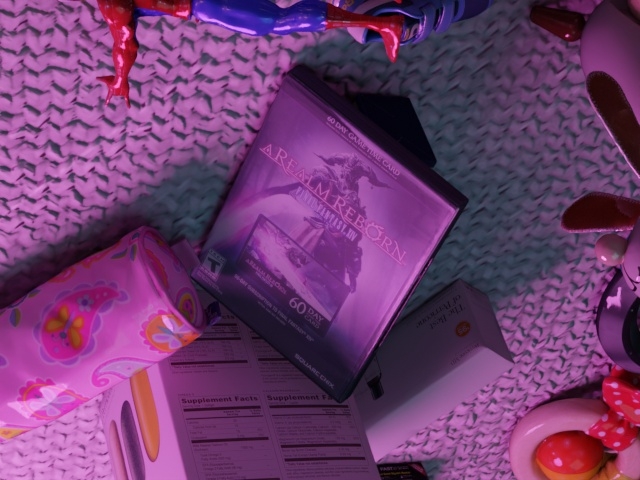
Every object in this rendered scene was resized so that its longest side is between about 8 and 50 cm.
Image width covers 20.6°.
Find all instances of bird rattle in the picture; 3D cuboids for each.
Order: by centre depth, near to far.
[{"bbox_3d":[0.326,0.250,2.081,0.206,0.143,0.253,-4,139,7],"label":"bird rattle"}]

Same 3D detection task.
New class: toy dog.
[{"bbox_3d":[0.253,-0.110,1.497,0.161,0.334,0.220,6,124,3],"label":"toy dog"}]

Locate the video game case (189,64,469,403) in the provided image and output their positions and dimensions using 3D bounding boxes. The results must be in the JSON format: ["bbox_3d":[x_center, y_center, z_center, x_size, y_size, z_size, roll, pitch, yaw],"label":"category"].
[{"bbox_3d":[0.000,0.000,1.605,0.026,0.196,0.274,-37,162,-46],"label":"video game case"}]

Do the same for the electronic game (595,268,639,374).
[{"bbox_3d":[0.414,0.066,1.950,0.229,0.048,0.229,-9,133,-10],"label":"electronic game"}]

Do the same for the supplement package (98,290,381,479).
[{"bbox_3d":[-0.084,0.211,1.743,0.198,0.263,0.199,1,137,-23],"label":"supplement package"}]

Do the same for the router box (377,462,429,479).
[{"bbox_3d":[0.059,0.309,2.102,0.122,0.038,0.092,0,137,-22],"label":"router box"}]

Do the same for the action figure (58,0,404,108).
[{"bbox_3d":[-0.079,-0.172,1.406,0.280,0.091,0.139,7,149,-2],"label":"action figure"}]

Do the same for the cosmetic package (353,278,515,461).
[{"bbox_3d":[0.086,0.151,1.876,0.239,0.099,0.060,-38,138,21],"label":"cosmetic package"}]

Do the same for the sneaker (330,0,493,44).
[{"bbox_3d":[0.083,-0.193,1.494,0.144,0.059,0.053,-9,138,-14],"label":"sneaker"}]

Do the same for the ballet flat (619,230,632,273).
[{"bbox_3d":[0.367,-0.020,1.826,0.052,0.057,0.168,-8,142,-30],"label":"ballet flat"}]

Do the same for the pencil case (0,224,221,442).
[{"bbox_3d":[-0.242,0.094,1.659,0.284,0.124,0.124,-30,140,12],"label":"pencil case"}]

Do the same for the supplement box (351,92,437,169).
[{"bbox_3d":[0.053,-0.074,1.603,0.056,0.083,0.083,3,138,-27],"label":"supplement box"}]
